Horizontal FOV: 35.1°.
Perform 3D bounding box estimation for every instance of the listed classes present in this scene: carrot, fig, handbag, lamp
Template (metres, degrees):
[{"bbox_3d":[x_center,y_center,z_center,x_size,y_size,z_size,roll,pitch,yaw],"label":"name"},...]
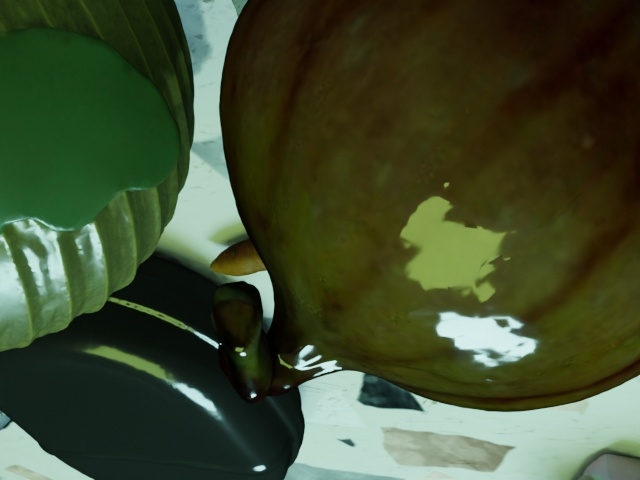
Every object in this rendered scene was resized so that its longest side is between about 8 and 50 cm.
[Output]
[{"bbox_3d":[0.000,0.000,0.663,0.190,0.037,0.037,-8,138,34],"label":"carrot"},{"bbox_3d":[0.058,-0.030,0.438,0.235,0.235,0.214,26,111,-15],"label":"fig"},{"bbox_3d":[-0.148,0.124,0.825,0.253,0.093,0.308,-3,140,22],"label":"handbag"},{"bbox_3d":[-0.198,-0.051,0.457,0.250,0.284,0.250,42,155,24],"label":"lamp"}]

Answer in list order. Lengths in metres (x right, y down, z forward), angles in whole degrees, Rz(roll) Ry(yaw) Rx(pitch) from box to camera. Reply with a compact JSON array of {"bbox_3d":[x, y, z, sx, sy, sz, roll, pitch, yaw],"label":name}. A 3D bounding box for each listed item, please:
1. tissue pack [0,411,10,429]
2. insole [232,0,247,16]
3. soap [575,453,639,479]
[{"bbox_3d":[-0.362,0.157,0.982,0.112,0.051,0.156,27,142,-20],"label":"tissue pack"},{"bbox_3d":[-0.039,-0.158,0.487,0.065,0.006,0.193,-3,141,22],"label":"insole"},{"bbox_3d":[0.259,0.237,0.862,0.100,0.056,0.149,11,144,0],"label":"soap"}]
